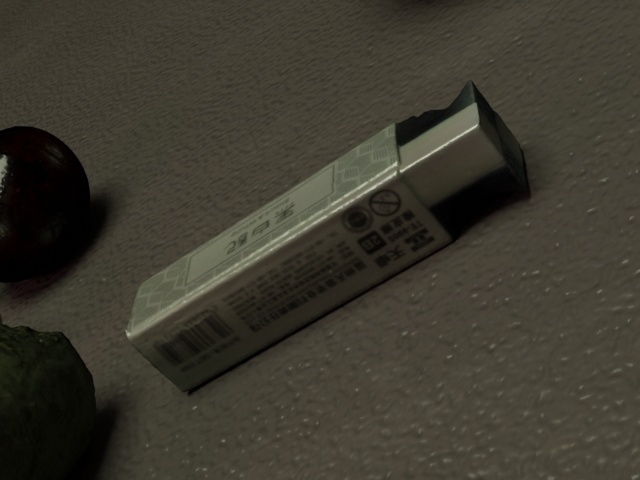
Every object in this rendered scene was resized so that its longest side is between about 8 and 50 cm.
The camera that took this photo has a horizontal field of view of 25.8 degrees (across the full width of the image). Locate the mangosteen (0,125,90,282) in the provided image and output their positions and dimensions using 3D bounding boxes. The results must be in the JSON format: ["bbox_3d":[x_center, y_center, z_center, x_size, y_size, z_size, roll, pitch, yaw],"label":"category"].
[{"bbox_3d":[-0.413,-0.060,1.836,0.216,0.216,0.216,-31,29,19],"label":"mangosteen"}]

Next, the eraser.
[{"bbox_3d":[0.000,0.000,1.334,0.404,0.098,0.096,-31,29,19],"label":"eraser"}]

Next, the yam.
[{"bbox_3d":[-0.346,0.198,1.339,0.195,0.195,0.300,-29,7,22],"label":"yam"}]

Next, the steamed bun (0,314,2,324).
[{"bbox_3d":[-0.473,0.159,1.639,0.241,0.164,0.146,-39,26,8],"label":"steamed bun"}]
